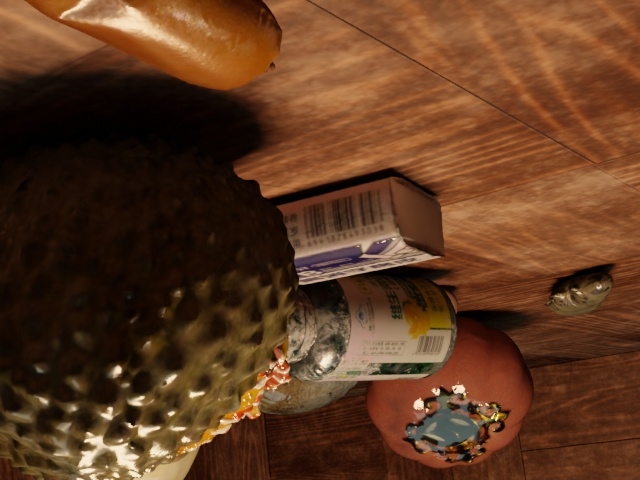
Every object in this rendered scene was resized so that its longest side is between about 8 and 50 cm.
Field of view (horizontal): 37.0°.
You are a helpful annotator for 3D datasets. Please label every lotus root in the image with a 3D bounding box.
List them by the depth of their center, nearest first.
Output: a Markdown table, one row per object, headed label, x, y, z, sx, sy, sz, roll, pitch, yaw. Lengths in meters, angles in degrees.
| label | x | y | z | sx | sy | sz | roll | pitch | yaw |
| --- | --- | --- | --- | --- | --- | --- | --- | --- | --- |
| lotus root | -0.019 | 0.247 | 1.775 | 0.322 | 0.139 | 0.158 | 2 | 164 | -41 |

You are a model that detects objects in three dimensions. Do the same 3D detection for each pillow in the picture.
| label | x | y | z | sx | sy | sz | roll | pitch | yaw |
| --- | --- | --- | --- | --- | --- | --- | --- | --- | --- |
| pillow | 0.397 | 0.087 | 1.493 | 0.093 | 0.051 | 0.241 | -8 | 169 | 7 |

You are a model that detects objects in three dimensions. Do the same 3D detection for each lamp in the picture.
| label | x | y | z | sx | sy | sz | roll | pitch | yaw |
| --- | --- | --- | --- | --- | --- | --- | --- | --- | --- |
| lamp | 0.232 | 0.266 | 1.753 | 0.306 | 0.239 | 0.305 | 0 | 122 | -1 |

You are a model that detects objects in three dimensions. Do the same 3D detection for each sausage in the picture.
| label | x | y | z | sx | sy | sz | roll | pitch | yaw |
| --- | --- | --- | --- | --- | --- | --- | --- | --- | --- |
| sausage | -0.080 | -0.113 | 0.446 | 0.062 | 0.054 | 0.183 | -48 | 147 | 19 |

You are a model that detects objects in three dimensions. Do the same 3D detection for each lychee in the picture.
| label | x | y | z | sx | sy | sz | roll | pitch | yaw |
| --- | --- | --- | --- | --- | --- | --- | --- | --- | --- |
| lychee | -0.142 | 0.047 | 0.680 | 0.255 | 0.274 | 0.255 | -1 | 137 | -1 |

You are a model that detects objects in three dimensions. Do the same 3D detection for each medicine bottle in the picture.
| label | x | y | z | sx | sy | sz | roll | pitch | yaw |
| --- | --- | --- | --- | --- | --- | --- | --- | --- | --- |
| medicine bottle | 0.033 | 0.110 | 1.226 | 0.293 | 0.141 | 0.141 | 5 | 162 | -41 |

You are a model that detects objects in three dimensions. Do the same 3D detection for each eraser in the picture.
| label | x | y | z | sx | sy | sz | roll | pitch | yaw |
| --- | --- | --- | --- | --- | --- | --- | --- | --- | --- |
| eraser | 0.000 | 0.000 | 0.916 | 0.210 | 0.067 | 0.124 | -12 | 168 | 26 |

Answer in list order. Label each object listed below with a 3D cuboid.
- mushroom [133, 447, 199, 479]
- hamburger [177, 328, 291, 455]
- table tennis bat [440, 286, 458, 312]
| label | x | y | z | sx | sy | sz | roll | pitch | yaw |
| --- | --- | --- | --- | --- | --- | --- | --- | --- | --- |
| mushroom | -0.359 | 0.321 | 1.717 | 0.315 | 0.314 | 0.336 | -7 | -173 | 4 |
| hamburger | -0.165 | 0.140 | 1.058 | 0.227 | 0.151 | 0.295 | 10 | 147 | -34 |
| table tennis bat | 0.121 | 0.092 | 1.480 | 0.170 | 0.119 | 0.107 | -35 | 130 | 17 |
